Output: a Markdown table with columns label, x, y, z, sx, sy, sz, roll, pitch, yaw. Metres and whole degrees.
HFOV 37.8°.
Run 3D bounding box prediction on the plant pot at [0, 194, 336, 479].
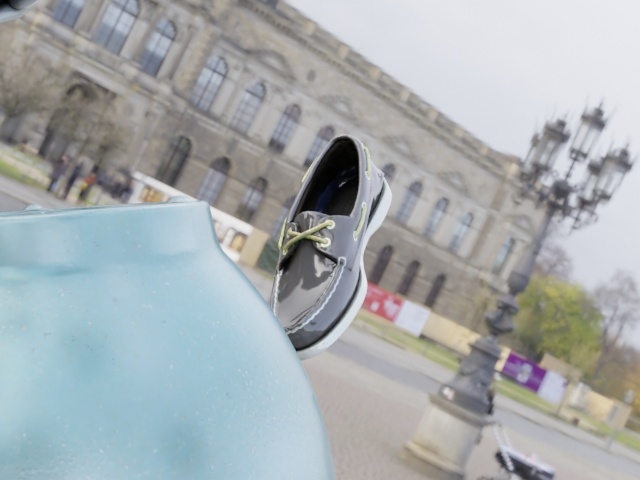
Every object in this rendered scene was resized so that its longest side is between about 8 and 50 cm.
| label | x | y | z | sx | sy | sz | roll | pitch | yaw |
| --- | --- | --- | --- | --- | --- | --- | --- | --- | --- |
| plant pot | -0.135 | 0.079 | 0.467 | 0.293 | 0.196 | 0.293 | -3 | 4 | 0 |

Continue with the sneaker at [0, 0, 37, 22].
| label | x | y | z | sx | sy | sz | roll | pitch | yaw |
| --- | --- | --- | --- | --- | --- | --- | --- | --- | --- |
| sneaker | -0.326 | -0.280 | 0.957 | 0.115 | 0.232 | 0.090 | 14 | -31 | 8 |

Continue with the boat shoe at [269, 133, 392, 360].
| label | x | y | z | sx | sy | sz | roll | pitch | yaw |
| --- | --- | --- | --- | --- | --- | --- | --- | --- | --- |
| boat shoe | 0.000 | 0.000 | 0.779 | 0.081 | 0.227 | 0.068 | -9 | -53 | 26 |
